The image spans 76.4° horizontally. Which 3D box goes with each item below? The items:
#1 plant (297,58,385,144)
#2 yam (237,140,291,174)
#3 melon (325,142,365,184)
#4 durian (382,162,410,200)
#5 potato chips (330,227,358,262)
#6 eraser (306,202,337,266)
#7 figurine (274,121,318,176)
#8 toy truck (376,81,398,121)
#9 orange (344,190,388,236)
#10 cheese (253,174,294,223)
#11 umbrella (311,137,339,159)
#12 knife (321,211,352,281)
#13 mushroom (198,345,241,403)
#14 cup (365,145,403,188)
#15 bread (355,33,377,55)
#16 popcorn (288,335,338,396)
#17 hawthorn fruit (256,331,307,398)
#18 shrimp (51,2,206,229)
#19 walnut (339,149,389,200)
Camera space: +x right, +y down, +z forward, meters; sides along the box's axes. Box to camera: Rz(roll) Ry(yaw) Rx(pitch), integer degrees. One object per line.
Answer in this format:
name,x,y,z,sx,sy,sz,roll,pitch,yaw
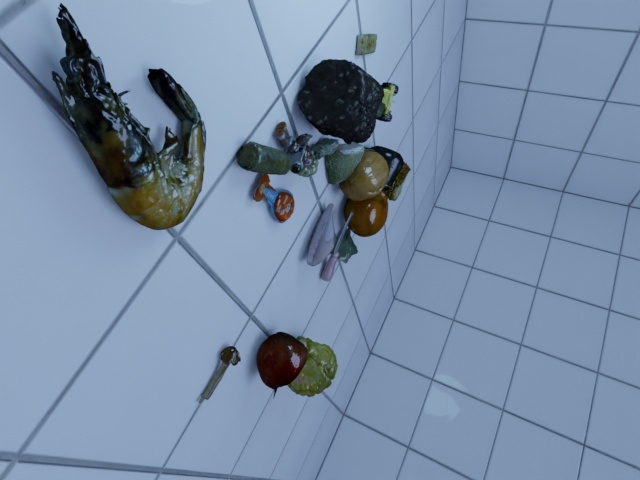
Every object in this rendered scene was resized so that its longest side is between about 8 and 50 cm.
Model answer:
plant,0.082,-0.418,1.283,0.213,0.215,0.312,-69,160,4
yam,-0.147,-0.217,1.093,0.179,0.078,0.078,-11,116,-64
melon,0.063,-0.303,1.516,0.139,0.093,0.202,15,125,-41
durian,0.376,-0.317,2.124,0.250,0.138,0.183,89,-2,-56
potato chips,0.112,0.025,1.868,0.228,0.059,0.167,-41,138,-50
eraser,-0.001,-0.001,1.598,0.204,0.059,0.243,83,30,-47
figurine,-0.067,-0.267,1.211,0.197,0.093,0.147,64,36,-58
toy truck,0.194,-0.518,1.508,0.286,0.111,0.136,-136,-123,-66
orange,0.200,-0.132,1.809,0.240,0.171,0.240,-32,127,-54
cheese,-0.134,-0.122,1.239,0.106,0.037,0.256,-70,158,-8
umbrella,0.017,-0.320,1.402,0.143,0.067,0.062,-38,111,-43
knife,0.066,0.032,1.730,0.081,0.043,0.336,-46,156,-62
mushroom,-0.305,0.410,1.233,0.187,0.061,0.060,-62,161,-12
cup,0.254,-0.334,1.832,0.223,0.169,0.176,15,102,-33
bread,0.170,-0.719,1.491,0.153,0.028,0.068,-43,142,-52
popcorn,-0.051,0.512,1.697,0.212,0.259,0.259,-97,-156,-86
hawthorn fruit,-0.149,0.449,1.454,0.181,0.181,0.235,31,74,-66
shrimp,-0.311,-0.207,0.733,0.445,0.085,0.272,77,33,-55
walnut,0.174,-0.259,1.632,0.221,0.195,0.195,-44,145,-42
